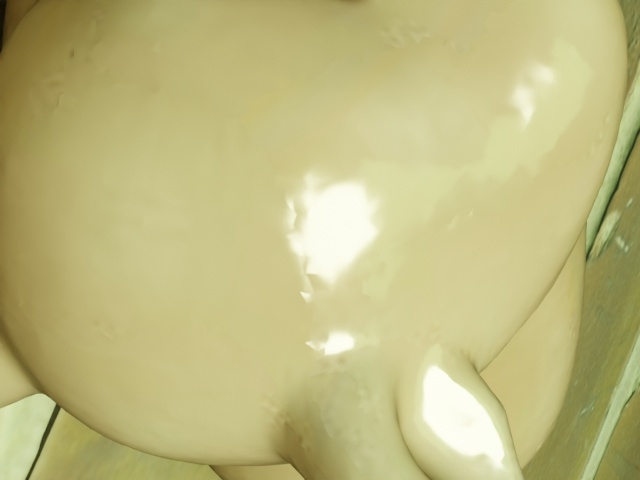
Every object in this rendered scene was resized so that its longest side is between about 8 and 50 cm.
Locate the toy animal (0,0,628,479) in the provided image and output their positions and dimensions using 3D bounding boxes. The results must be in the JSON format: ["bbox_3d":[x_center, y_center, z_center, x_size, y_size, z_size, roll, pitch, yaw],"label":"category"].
[{"bbox_3d":[0.000,0.000,0.458,0.326,0.237,0.269,83,29,-42],"label":"toy animal"}]
